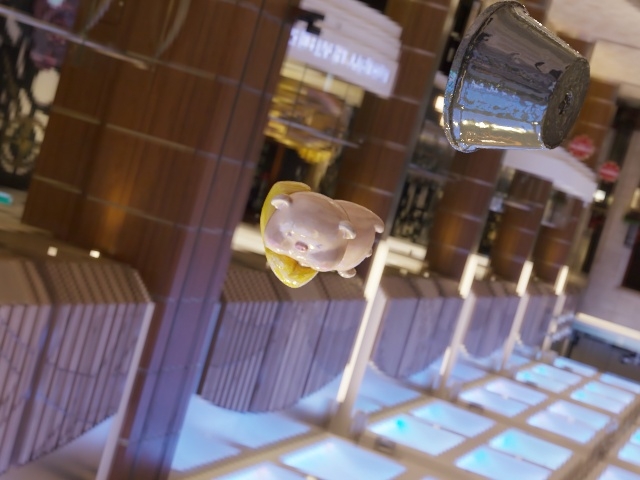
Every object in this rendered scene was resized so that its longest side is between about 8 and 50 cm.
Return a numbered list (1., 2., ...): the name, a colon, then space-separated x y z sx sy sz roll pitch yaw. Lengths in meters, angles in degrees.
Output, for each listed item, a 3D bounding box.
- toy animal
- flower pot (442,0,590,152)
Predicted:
1. toy animal: 0.000 0.000 0.866 0.114 0.091 0.082 21 173 -16
2. flower pot: 0.339 -0.252 1.639 0.166 0.269 0.269 24 -172 32
